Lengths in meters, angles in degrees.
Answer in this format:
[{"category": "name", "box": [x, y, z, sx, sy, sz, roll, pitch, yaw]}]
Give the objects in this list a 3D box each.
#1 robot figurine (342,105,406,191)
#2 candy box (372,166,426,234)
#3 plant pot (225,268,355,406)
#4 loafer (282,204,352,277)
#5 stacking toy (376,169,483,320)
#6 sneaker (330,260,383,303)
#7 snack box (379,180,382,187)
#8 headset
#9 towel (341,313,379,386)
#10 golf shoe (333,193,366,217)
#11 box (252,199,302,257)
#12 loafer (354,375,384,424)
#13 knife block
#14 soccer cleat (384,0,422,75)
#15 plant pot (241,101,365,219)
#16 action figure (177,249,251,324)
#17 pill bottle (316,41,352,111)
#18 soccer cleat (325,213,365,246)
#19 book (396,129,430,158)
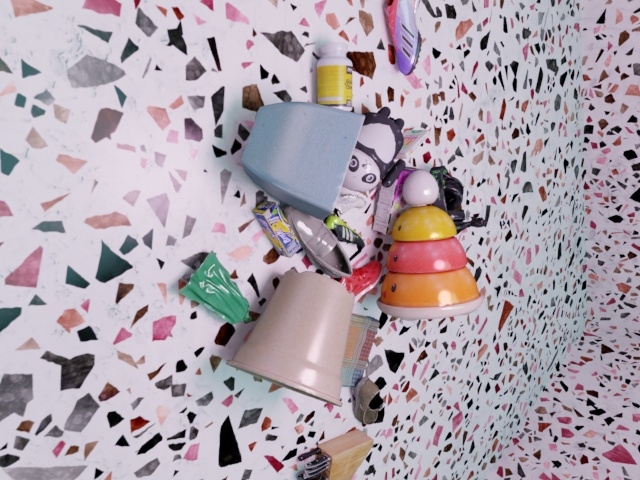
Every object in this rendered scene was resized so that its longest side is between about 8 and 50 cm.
[{"category": "robot figurine", "box": [0.149, -0.281, 1.352, 0.278, 0.209, 0.173, -56, 152, -18]}, {"category": "candy box", "box": [0.278, -0.141, 1.547, 0.159, 0.071, 0.233, -7, 113, -42]}, {"category": "plant pot", "box": [-0.051, 0.260, 1.236, 0.334, 0.334, 0.305, 38, 63, -40]}, {"category": "loafer", "box": [0.000, 0.000, 1.329, 0.112, 0.112, 0.319, -54, 129, -18]}, {"category": "stacking toy", "box": [0.345, 0.005, 1.472, 0.351, 0.351, 0.478, -8, 93, -40]}, {"category": "sneaker", "box": [0.121, 0.120, 1.483, 0.221, 0.087, 0.128, -47, 128, -25]}, {"category": "snack box", "box": [0.216, -0.260, 1.520, 0.064, 0.022, 0.178, -37, 122, -27]}, {"category": "headset", "box": [0.511, -0.127, 1.666, 0.394, 0.186, 0.243, 42, 45, -55]}, {"category": "towel", "box": [0.054, 0.377, 1.515, 0.370, 0.040, 0.271, 19, 88, -42]}, {"category": "golf shoe", "box": [0.069, -0.111, 1.388, 0.176, 0.069, 0.085, 10, 79, -33]}, {"category": "box", "box": [-0.122, -0.031, 1.250, 0.054, 0.059, 0.168, -45, 126, -26]}, {"category": "loafer", "box": [0.184, 0.615, 1.633, 0.094, 0.088, 0.251, -36, 134, -30]}, {"category": "knife block", "box": [0.044, 0.764, 1.561, 0.275, 0.088, 0.242, -49, 128, -21]}, {"category": "soccer cleat", "box": [0.257, -0.701, 1.416, 0.117, 0.109, 0.317, -7, 108, -19]}, {"category": "plant pot", "box": [-0.062, -0.216, 1.128, 0.253, 0.247, 0.247, 19, 86, -5]}, {"category": "action figure", "box": [-0.261, 0.150, 1.167, 0.137, 0.064, 0.232, -53, 125, -22]}, {"category": "pill bottle", "box": [0.041, -0.466, 1.264, 0.103, 0.103, 0.183, -13, 109, -39]}, {"category": "soccer cleat", "box": [0.077, -0.019, 1.436, 0.179, 0.060, 0.072, 38, 84, -33]}, {"category": "book", "box": [0.304, -0.336, 1.530, 0.144, 0.096, 0.035, -46, 126, -25]}]
